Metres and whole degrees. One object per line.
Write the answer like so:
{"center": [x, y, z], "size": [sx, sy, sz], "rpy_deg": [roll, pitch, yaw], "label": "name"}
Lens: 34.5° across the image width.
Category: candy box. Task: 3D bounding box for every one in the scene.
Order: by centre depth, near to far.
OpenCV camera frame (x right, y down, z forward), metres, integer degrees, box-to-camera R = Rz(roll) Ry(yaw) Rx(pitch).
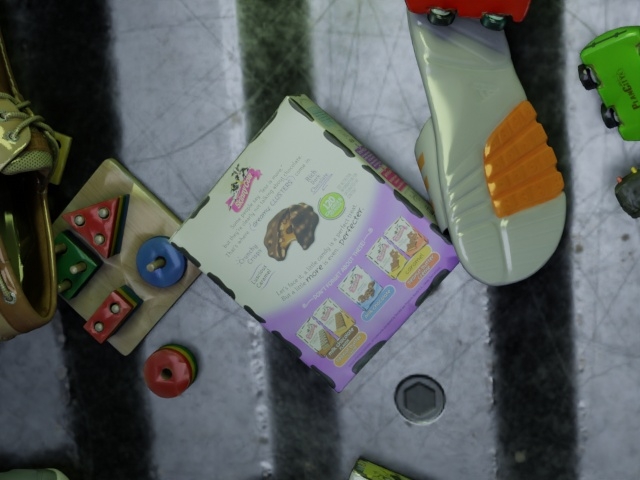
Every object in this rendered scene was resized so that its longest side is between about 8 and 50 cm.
{"center": [0.000, 0.000, 0.876], "size": [0.196, 0.070, 0.165], "rpy_deg": [42, 105, 1], "label": "candy box"}

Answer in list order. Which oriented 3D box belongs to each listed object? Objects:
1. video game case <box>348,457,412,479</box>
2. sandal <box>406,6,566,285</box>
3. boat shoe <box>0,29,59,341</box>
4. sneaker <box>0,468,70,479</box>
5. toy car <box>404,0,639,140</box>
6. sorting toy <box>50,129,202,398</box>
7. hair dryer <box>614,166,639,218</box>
{"center": [0.090, 0.341, 0.931], "size": [0.210, 0.042, 0.232], "rpy_deg": [20, 103, 8], "label": "video game case"}
{"center": [0.123, -0.089, 0.837], "size": [0.101, 0.076, 0.265], "rpy_deg": [-7, 76, -16], "label": "sandal"}
{"center": [-0.279, -0.072, 0.880], "size": [0.119, 0.122, 0.324], "rpy_deg": [-4, 94, 20], "label": "boat shoe"}
{"center": [-0.392, 0.234, 0.954], "size": [0.295, 0.124, 0.178], "rpy_deg": [-22, 121, 15], "label": "sneaker"}
{"center": [0.209, -0.174, 0.785], "size": [0.239, 0.053, 0.225], "rpy_deg": [-20, 123, 29], "label": "toy car"}
{"center": [-0.195, 0.013, 0.930], "size": [0.274, 0.046, 0.132], "rpy_deg": [43, 105, 2], "label": "sorting toy"}
{"center": [0.393, -0.066, 0.798], "size": [0.223, 0.080, 0.293], "rpy_deg": [41, 109, -17], "label": "hair dryer"}
